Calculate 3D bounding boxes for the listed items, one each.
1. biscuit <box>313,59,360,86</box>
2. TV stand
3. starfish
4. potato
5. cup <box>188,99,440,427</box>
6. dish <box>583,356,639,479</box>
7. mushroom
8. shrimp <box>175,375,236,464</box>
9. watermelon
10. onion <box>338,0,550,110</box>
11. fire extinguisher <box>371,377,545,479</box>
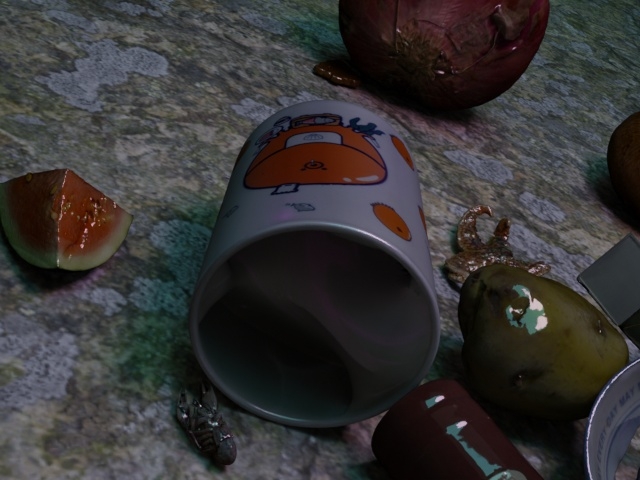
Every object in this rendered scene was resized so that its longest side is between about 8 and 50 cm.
[{"bbox_3d":[0.027,-0.283,1.568,0.082,0.016,0.092,16,28,-8],"label":"biscuit"},{"bbox_3d":[0.400,0.099,1.075,0.269,0.083,0.088,38,18,-41],"label":"TV stand"},{"bbox_3d":[0.223,0.035,1.203,0.150,0.053,0.209,3,39,-13],"label":"starfish"},{"bbox_3d":[0.227,0.109,0.974,0.200,0.137,0.154,30,58,-27],"label":"potato"},{"bbox_3d":[0.000,0.000,0.920,0.212,0.212,0.317,20,28,-9],"label":"cup"},{"bbox_3d":[0.382,0.244,0.892,0.273,0.134,0.273,-2,50,3],"label":"dish"},{"bbox_3d":[0.644,-0.098,1.566,0.345,0.239,0.345,36,30,-25],"label":"mushroom"},{"bbox_3d":[-0.099,0.152,0.787,0.038,0.029,0.092,-1,33,-24],"label":"shrimp"},{"bbox_3d":[-0.256,-0.032,0.892,0.135,0.094,0.125,27,38,11],"label":"watermelon"},{"bbox_3d":[0.197,-0.381,1.542,0.353,0.353,0.353,19,31,-12],"label":"onion"},{"bbox_3d":[0.182,0.249,0.730,0.102,0.138,0.344,-8,42,-39],"label":"fire extinguisher"}]
